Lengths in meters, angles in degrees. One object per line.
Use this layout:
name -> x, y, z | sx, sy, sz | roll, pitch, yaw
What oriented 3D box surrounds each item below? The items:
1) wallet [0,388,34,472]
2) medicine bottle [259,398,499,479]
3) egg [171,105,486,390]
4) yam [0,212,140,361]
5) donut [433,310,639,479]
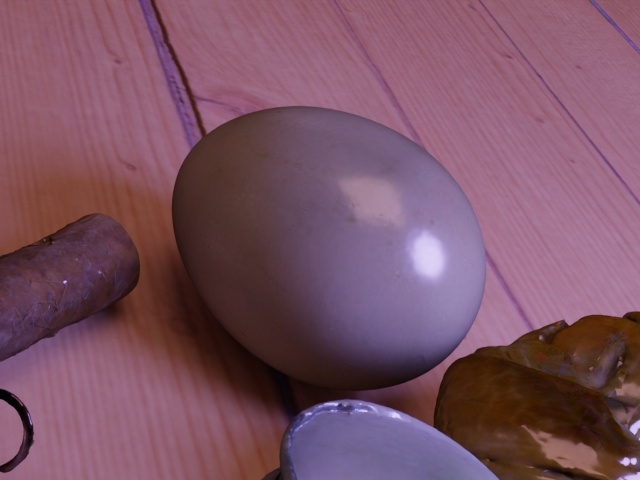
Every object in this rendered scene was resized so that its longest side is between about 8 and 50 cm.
wallet -> -0.111, 0.217, 0.634 | 0.335, 0.068, 0.275 | 24, 29, 1
medicine bottle -> 0.016, 0.170, 0.626 | 0.147, 0.143, 0.147 | 25, 24, -12
egg -> 0.000, 0.000, 0.924 | 0.254, 0.188, 0.189 | 31, 31, 27
yam -> -0.233, 0.051, 0.792 | 0.081, 0.081, 0.357 | 34, 30, 18
donut -> 0.222, 0.184, 0.801 | 0.360, 0.170, 0.360 | 17, 29, -10
